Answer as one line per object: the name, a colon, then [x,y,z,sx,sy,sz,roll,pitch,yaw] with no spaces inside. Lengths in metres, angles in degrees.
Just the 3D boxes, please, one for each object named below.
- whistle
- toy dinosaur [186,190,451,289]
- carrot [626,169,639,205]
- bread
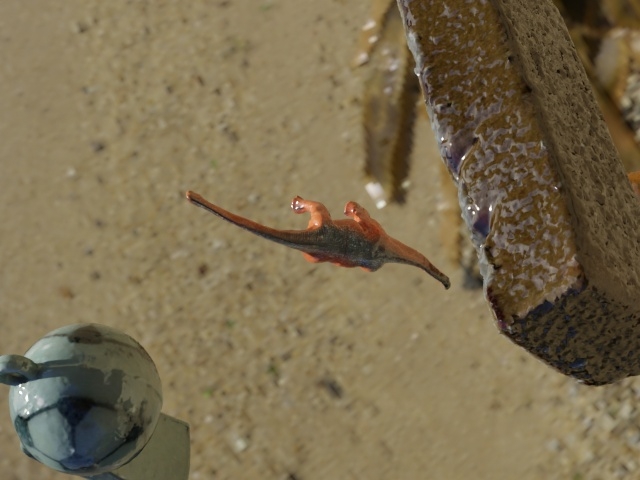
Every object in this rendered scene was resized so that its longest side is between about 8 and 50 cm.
whistle: [-0.207,0.169,1.735,0.163,0.290,0.163,-26,51,37]
toy dinosaur: [0.002,-0.006,1.534,0.101,0.280,0.055,-137,62,-65]
carrot: [0.324,-0.043,1.718,0.186,0.060,0.060,-4,110,27]
bread: [0.169,-0.077,1.438,0.113,0.165,0.416,-33,47,23]
